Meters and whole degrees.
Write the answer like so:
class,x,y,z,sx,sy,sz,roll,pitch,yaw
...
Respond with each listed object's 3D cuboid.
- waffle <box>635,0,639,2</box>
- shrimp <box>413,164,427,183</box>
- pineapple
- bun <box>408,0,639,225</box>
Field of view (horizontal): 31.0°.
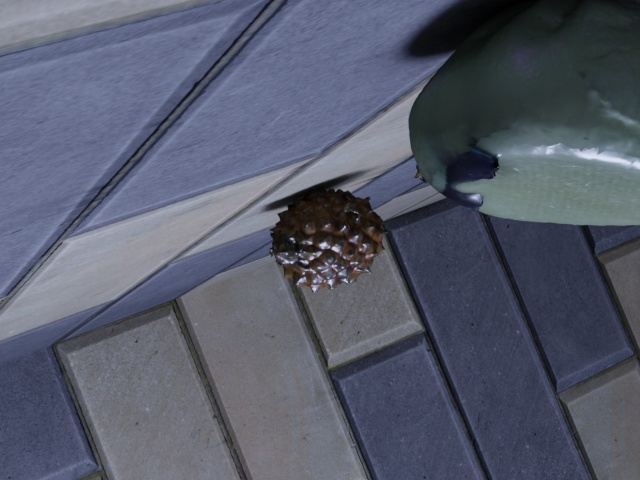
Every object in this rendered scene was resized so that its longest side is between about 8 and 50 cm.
class,x,y,z,sx,sy,sz,roll,pitch,yaw
waffle,0.434,-0.239,1.213,0.224,0.098,0.327,-25,174,24
shrimp,0.200,-0.142,1.763,0.133,0.053,0.236,-42,178,-14
pineapple,0.000,0.000,1.722,0.166,0.166,0.193,-25,176,43
bun,0.220,-0.122,0.965,0.293,0.187,0.293,6,172,1
